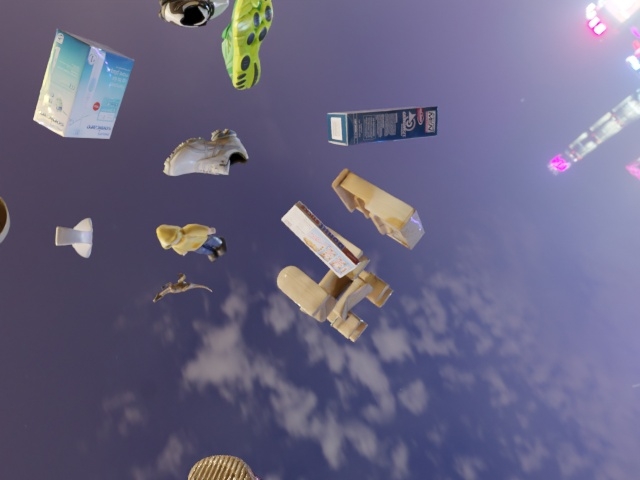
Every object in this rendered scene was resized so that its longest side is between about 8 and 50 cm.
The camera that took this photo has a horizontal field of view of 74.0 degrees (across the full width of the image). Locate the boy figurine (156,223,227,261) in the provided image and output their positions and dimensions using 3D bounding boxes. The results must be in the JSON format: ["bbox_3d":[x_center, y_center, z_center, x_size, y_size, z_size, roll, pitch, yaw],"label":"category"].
[{"bbox_3d":[-0.465,0.000,1.551,0.285,0.177,0.092,25,-141,-61],"label":"boy figurine"}]

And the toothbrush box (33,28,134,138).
[{"bbox_3d":[-0.770,-0.496,1.394,0.126,0.296,0.216,29,-165,5],"label":"toothbrush box"}]

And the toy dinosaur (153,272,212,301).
[{"bbox_3d":[-0.433,0.144,1.338,0.182,0.093,0.053,-10,-115,-26],"label":"toy dinosaur"}]

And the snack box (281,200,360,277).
[{"bbox_3d":[0.000,0.000,0.884,0.178,0.064,0.022,45,-132,-5],"label":"snack box"}]

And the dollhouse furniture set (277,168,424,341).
[{"bbox_3d":[0.067,0.036,1.219,0.256,0.362,0.394,36,-95,31],"label":"dollhouse furniture set"}]

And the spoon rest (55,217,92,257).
[{"bbox_3d":[-0.780,-0.009,1.394,0.083,0.276,0.138,3,-90,-15],"label":"spoon rest"}]

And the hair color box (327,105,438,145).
[{"bbox_3d":[0.214,-0.402,1.476,0.346,0.105,0.174,-11,-160,-18],"label":"hair color box"}]

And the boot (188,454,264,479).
[{"bbox_3d":[-0.094,0.470,0.715,0.248,0.207,0.090,5,-140,28],"label":"boot"}]

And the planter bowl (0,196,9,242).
[{"bbox_3d":[-0.789,-0.035,0.958,0.161,0.109,0.162,8,-110,-22],"label":"planter bowl"}]

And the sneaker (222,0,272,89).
[{"bbox_3d":[-0.206,-0.525,1.086,0.109,0.296,0.124,-29,-106,-30],"label":"sneaker"}]

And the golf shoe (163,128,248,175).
[{"bbox_3d":[-0.222,-0.162,0.849,0.176,0.069,0.086,-35,-103,-33],"label":"golf shoe"}]

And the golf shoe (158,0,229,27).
[{"bbox_3d":[-0.290,-0.558,1.038,0.093,0.077,0.198,40,-126,20],"label":"golf shoe"}]
